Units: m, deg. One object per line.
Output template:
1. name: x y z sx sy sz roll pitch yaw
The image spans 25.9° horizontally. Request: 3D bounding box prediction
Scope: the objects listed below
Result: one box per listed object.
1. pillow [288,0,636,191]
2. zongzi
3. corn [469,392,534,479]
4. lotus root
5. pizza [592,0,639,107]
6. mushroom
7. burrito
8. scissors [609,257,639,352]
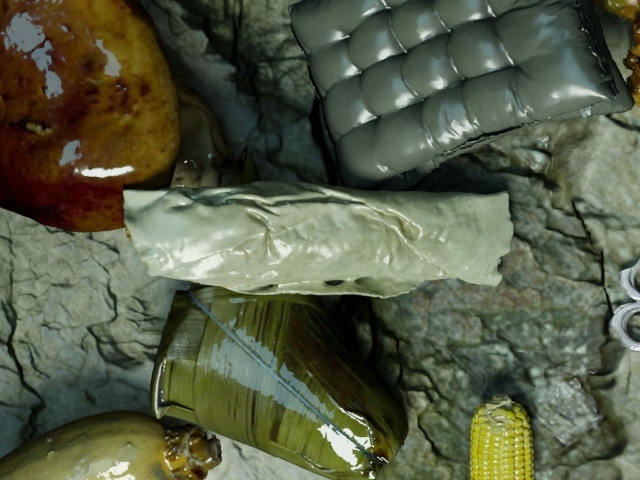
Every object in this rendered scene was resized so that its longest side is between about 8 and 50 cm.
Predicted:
1. pillow: 0.127 -0.186 1.374 0.326 0.101 0.228 -21 83 31
2. zongzi: -0.019 0.077 1.449 0.286 0.138 0.300 19 94 15
3. corn: 0.184 0.258 1.415 0.067 0.067 0.206 0 94 20
4. lotus root: -0.253 0.280 1.533 0.342 0.151 0.169 -28 98 14
5. pizza: 0.332 -0.225 1.331 0.161 0.085 0.305 -28 82 20
6. mushroom: -0.260 -0.153 1.491 0.345 0.259 0.345 19 116 45
7. burrito: 0.000 0.000 1.389 0.392 0.076 0.117 1 97 -11
8. scissors: 0.381 0.072 1.364 0.189 0.015 0.100 9 93 18
